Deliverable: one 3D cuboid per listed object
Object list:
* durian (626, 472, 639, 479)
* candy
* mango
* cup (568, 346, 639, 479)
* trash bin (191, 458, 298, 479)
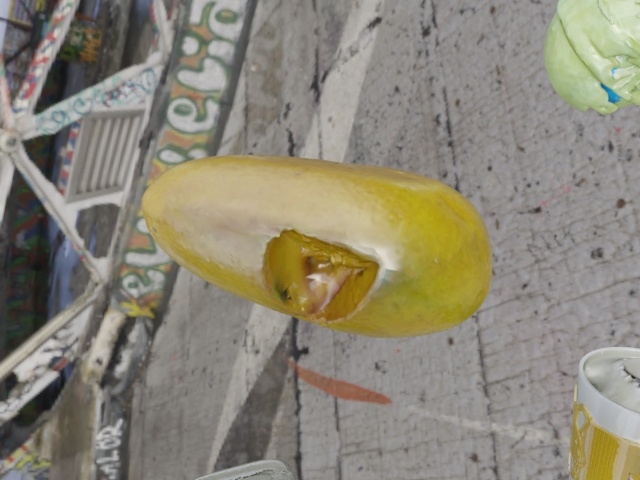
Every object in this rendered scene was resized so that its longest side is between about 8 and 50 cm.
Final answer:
[{"bbox_3d":[0.301,0.317,0.644,0.260,0.154,0.186,45,-113,-79],"label":"durian"},{"bbox_3d":[0.256,-0.177,0.332,0.335,0.093,0.092,-37,9,42],"label":"candy"},{"bbox_3d":[0.000,0.000,0.511,0.167,0.262,0.130,-21,-57,-86],"label":"mango"},{"bbox_3d":[0.437,0.292,0.922,0.241,0.185,0.226,-59,-26,-65],"label":"cup"},{"bbox_3d":[-0.079,0.442,0.869,0.220,0.219,0.250,-107,2,-70],"label":"trash bin"}]
